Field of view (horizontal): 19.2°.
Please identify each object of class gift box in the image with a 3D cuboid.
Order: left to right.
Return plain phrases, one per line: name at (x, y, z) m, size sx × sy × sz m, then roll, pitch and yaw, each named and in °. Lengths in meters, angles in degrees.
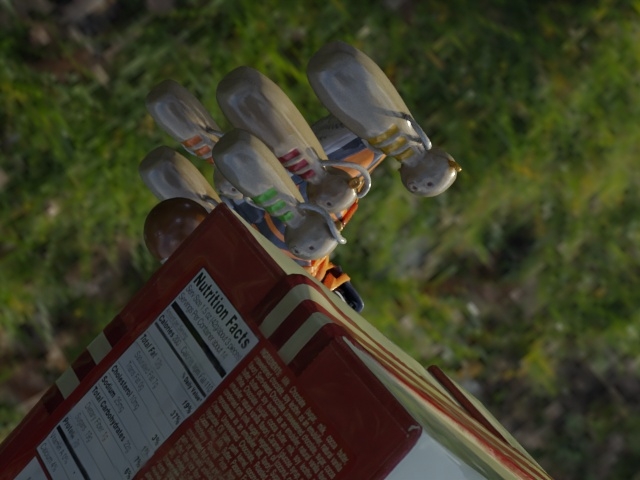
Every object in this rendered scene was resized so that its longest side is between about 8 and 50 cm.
gift box at (-0.015, 0.179, 0.906) m, size 0.276 × 0.255 × 0.258 m, roll -46°, pitch 127°, yaw 8°

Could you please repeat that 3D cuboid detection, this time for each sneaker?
sneaker at (0.000, 0.000, 1.752) m, size 0.321 × 0.180 × 0.124 m, roll -34°, pitch -174°, yaw 46°

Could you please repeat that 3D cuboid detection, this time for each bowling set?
bowling set at (-0.055, -0.028, 1.502) m, size 0.154 × 0.287 × 0.200 m, roll 47°, pitch 62°, yaw -27°
